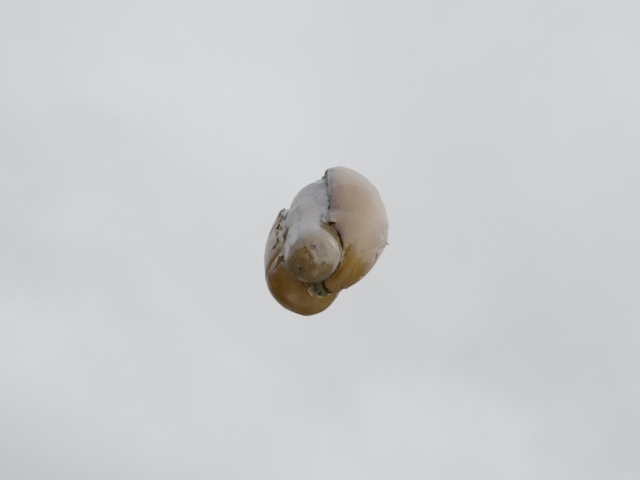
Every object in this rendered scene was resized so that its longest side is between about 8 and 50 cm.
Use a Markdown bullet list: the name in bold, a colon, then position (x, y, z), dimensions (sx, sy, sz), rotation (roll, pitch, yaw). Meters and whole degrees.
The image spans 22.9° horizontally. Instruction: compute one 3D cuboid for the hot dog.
- **hot dog**: position (-0.001, 0.001, 0.979), dimensions (0.060, 0.140, 0.090), rotation (41, -64, -19)
